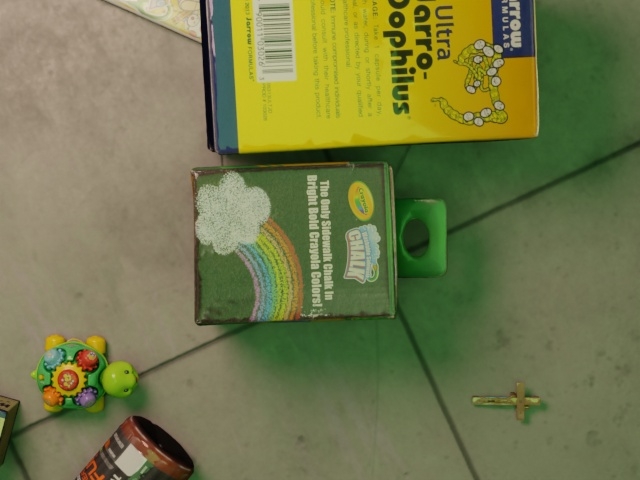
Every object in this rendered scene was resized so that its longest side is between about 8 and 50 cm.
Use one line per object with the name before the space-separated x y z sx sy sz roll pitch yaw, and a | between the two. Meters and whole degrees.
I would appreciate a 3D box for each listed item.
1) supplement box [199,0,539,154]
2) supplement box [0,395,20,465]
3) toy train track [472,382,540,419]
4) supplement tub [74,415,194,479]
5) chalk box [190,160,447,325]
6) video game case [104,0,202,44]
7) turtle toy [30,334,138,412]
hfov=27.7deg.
supplement box | 0.047 -0.202 1.467 0.356 0.194 0.195 -4 95 -6
supplement box | -0.401 0.229 1.541 0.056 0.083 0.083 15 92 -3
toy train track | 0.228 0.196 1.598 0.083 0.014 0.048 0 100 4
supplement tub | -0.248 0.312 1.540 0.106 0.106 0.198 40 91 -3
chalk box | 0.000 0.000 1.499 0.288 0.179 0.180 -1 92 -3
video game case | -0.143 -0.359 1.550 0.206 0.026 0.227 24 92 -3
turtle toy | -0.282 0.163 1.551 0.130 0.066 0.095 1 93 -2
